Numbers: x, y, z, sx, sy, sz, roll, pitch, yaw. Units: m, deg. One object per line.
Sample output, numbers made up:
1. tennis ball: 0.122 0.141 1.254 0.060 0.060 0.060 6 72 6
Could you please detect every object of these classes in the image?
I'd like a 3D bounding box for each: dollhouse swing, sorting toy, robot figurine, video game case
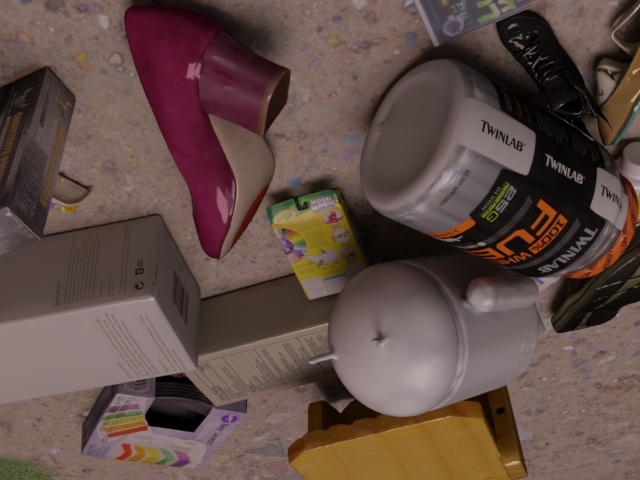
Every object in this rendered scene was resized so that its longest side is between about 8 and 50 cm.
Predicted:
1. dollhouse swing: 0.126 0.275 1.327 0.347 0.315 0.305 -17 128 13
2. sorting toy: -0.355 -0.058 1.046 0.075 0.044 0.083 -16 143 43
3. robot figurine: 0.153 0.120 1.086 0.353 0.199 0.300 -6 153 -42
4. video game case: 0.165 -0.302 0.817 0.173 0.022 0.190 -20 139 17

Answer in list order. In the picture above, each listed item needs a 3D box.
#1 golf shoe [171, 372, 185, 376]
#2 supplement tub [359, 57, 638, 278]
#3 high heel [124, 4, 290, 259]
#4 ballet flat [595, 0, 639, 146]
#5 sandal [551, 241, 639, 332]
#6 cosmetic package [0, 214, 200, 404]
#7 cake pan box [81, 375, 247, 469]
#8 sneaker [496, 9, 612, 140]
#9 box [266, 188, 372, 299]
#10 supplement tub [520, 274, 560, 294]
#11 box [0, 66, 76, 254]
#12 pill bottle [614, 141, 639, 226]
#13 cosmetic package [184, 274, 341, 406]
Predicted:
1. golf shoe: -0.275 0.171 1.319 0.086 0.067 0.186 16 168 38
2. supplement tub: 0.222 -0.071 0.970 0.316 0.193 0.193 21 134 -28
3. high heel: -0.150 -0.118 0.973 0.181 0.127 0.377 28 142 5
4. ballet flat: 0.361 -0.211 0.928 0.073 0.080 0.232 25 136 7
5. sandal: 0.437 0.064 1.255 0.120 0.086 0.303 -1 155 -14
6. cosmetic package: -0.375 0.109 1.148 0.366 0.155 0.197 -9 140 5
7. cake pan box: -0.292 0.333 1.500 0.246 0.070 0.267 14 136 -25
8. sneaker: 0.267 -0.187 0.916 0.051 0.089 0.170 -34 133 30
9. box: 0.000 0.000 1.132 0.105 0.043 0.179 -15 131 12
10. supplement tub: 0.309 0.060 1.235 0.071 0.071 0.107 20 134 -28
11. box: -0.372 -0.070 0.871 0.183 0.231 0.056 -19 136 14
12. pill bottle: 0.421 -0.075 1.089 0.065 0.065 0.116 -5 141 0
13. cosmetic package: -0.055 0.149 1.268 0.310 0.113 0.160 -15 139 12
